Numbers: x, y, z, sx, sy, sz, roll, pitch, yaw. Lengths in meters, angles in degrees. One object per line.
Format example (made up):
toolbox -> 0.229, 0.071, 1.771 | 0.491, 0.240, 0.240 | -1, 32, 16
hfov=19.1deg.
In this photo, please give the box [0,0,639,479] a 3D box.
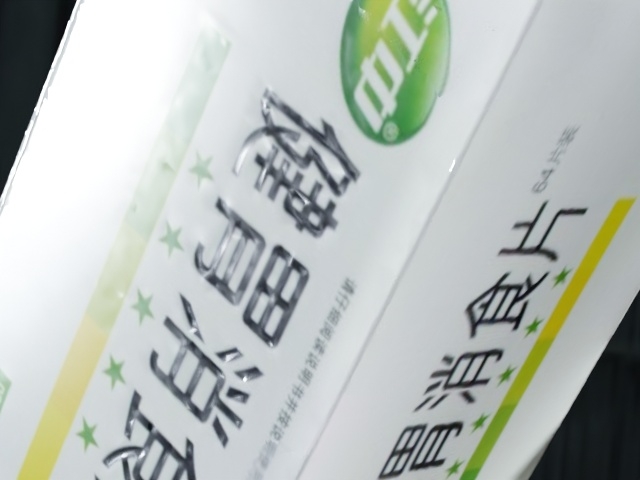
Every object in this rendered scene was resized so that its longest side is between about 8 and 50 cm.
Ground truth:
box -> 0.001, -0.002, 0.656 | 0.145, 0.332, 0.173 | -4, -142, -48
